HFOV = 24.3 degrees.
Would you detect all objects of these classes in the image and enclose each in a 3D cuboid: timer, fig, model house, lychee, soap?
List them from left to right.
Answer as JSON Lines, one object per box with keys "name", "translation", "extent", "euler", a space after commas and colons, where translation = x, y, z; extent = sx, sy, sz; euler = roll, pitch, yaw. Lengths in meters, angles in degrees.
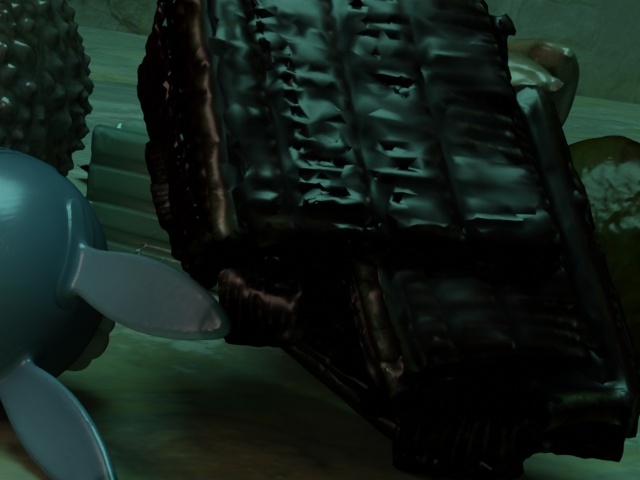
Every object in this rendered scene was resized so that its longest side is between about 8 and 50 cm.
{"name": "lychee", "translation": [-0.321, -0.135, 1.235], "extent": [0.300, 0.300, 0.300], "euler": [9, 13, -2]}
{"name": "timer", "translation": [-0.167, 0.044, 0.895], "extent": [0.255, 0.175, 0.175], "euler": [30, 19, 16]}
{"name": "soap", "translation": [-0.104, -0.025, 1.268], "extent": [0.198, 0.119, 0.066], "euler": [14, 14, 21]}
{"name": "model house", "translation": [0.000, 0.000, 0.885], "extent": [0.297, 0.317, 0.282], "euler": [-18, -18, 25]}
{"name": "fig", "translation": [0.184, 0.046, 1.157], "extent": [0.290, 0.190, 0.190], "euler": [-36, 33, -19]}

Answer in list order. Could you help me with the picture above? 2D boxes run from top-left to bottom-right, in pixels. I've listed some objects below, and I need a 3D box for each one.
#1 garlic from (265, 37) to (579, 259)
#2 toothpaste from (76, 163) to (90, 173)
{"name": "garlic", "translation": [0.071, -0.044, 1.160], "extent": [0.132, 0.279, 0.325], "euler": [39, -22, 10]}
{"name": "toothpaste", "translation": [-0.190, -0.059, 1.544], "extent": [0.071, 0.045, 0.193], "euler": [11, 4, -30]}
